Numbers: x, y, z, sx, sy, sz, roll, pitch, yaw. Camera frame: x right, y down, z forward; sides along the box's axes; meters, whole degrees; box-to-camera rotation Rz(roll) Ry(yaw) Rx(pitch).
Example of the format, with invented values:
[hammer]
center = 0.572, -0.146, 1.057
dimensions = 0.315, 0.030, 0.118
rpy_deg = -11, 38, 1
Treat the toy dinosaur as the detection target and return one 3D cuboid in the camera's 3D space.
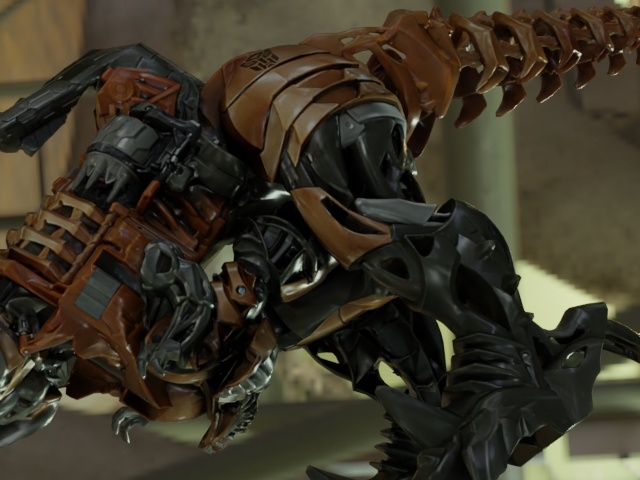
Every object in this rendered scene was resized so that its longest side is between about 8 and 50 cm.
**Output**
[toy dinosaur]
center = 0.000, 0.000, 0.643
dimensions = 0.218, 0.322, 0.164
rpy_deg = 54, 1, 10
